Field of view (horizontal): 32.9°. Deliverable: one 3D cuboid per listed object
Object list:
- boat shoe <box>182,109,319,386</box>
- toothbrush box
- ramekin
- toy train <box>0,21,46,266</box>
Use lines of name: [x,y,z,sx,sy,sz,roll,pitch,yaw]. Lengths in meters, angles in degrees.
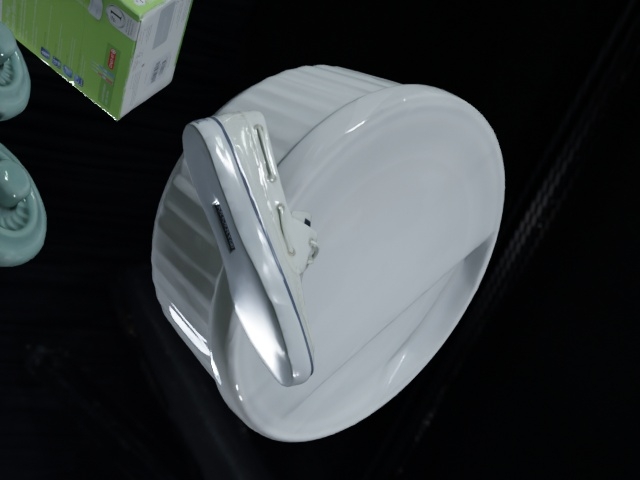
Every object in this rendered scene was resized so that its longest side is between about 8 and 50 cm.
boat shoe: [-0.016,0.001,0.387,0.035,0.035,0.100,-25,-95,65]
toothbrush box: [-0.323,-0.335,1.459,0.283,0.122,0.206,37,-38,9]
ramekin: [0.000,0.000,0.786,0.127,0.273,0.273,33,-70,36]
toy train: [-0.250,-0.093,0.542,0.142,0.190,0.334,-26,-118,20]
